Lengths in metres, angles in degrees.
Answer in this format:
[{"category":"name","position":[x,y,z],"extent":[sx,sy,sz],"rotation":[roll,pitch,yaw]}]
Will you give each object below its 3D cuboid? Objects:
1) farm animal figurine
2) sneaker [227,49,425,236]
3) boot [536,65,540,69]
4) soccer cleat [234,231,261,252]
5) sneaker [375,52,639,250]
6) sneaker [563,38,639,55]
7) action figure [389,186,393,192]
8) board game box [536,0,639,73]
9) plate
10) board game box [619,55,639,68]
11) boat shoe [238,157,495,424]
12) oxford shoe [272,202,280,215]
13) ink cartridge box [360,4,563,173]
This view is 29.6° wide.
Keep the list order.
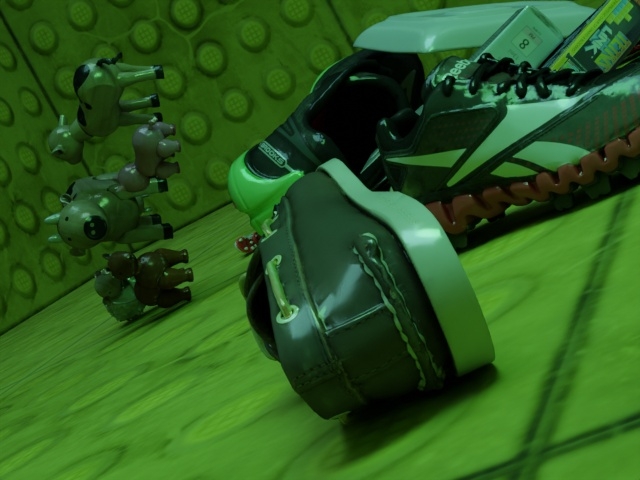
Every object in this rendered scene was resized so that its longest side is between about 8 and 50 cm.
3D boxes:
[{"category":"farm animal figurine","position":[-0.290,-0.060,1.628],"extent":[0.172,0.330,0.327],"rotation":[-8,-5,-16]},{"category":"sneaker","position":[0.061,-0.147,1.610],"extent":[0.202,0.185,0.483],"rotation":[-31,14,34]},{"category":"boot","position":[0.197,-0.156,1.464],"extent":[0.207,0.090,0.248],"rotation":[-26,9,-2]},{"category":"soccer cleat","position":[-0.112,0.008,1.813],"extent":[0.036,0.029,0.083],"rotation":[-35,-1,23]},{"category":"sneaker","position":[0.148,-0.086,0.885],"extent":[0.276,0.135,0.098],"rotation":[-22,7,39]},{"category":"sneaker","position":[0.398,-0.279,1.635],"extent":[0.221,0.087,0.128],"rotation":[-29,4,3]},{"category":"action figure","position":[0.127,-0.071,1.213],"extent":[0.137,0.063,0.232],"rotation":[-10,21,41]},{"category":"board game box","position":[0.221,-0.142,1.133],"extent":[0.170,0.048,0.141],"rotation":[-48,2,-24]},{"category":"plate","position":[0.212,-0.288,1.615],"extent":[0.277,0.045,0.278],"rotation":[-10,13,-16]},{"category":"board game box","position":[0.343,-0.163,1.078],"extent":[0.092,0.043,0.181],"rotation":[-31,6,-25]},{"category":"boat shoe","position":[0.002,0.027,0.697],"extent":[0.097,0.116,0.324],"rotation":[-26,11,-7]},{"category":"oxford shoe","position":[0.000,0.000,1.199],"extent":[0.096,0.082,0.227],"rotation":[-6,2,-5]},{"category":"ink cartridge box","position":[0.147,-0.145,1.264],"extent":[0.232,0.066,0.189],"rotation":[-49,2,11]}]
